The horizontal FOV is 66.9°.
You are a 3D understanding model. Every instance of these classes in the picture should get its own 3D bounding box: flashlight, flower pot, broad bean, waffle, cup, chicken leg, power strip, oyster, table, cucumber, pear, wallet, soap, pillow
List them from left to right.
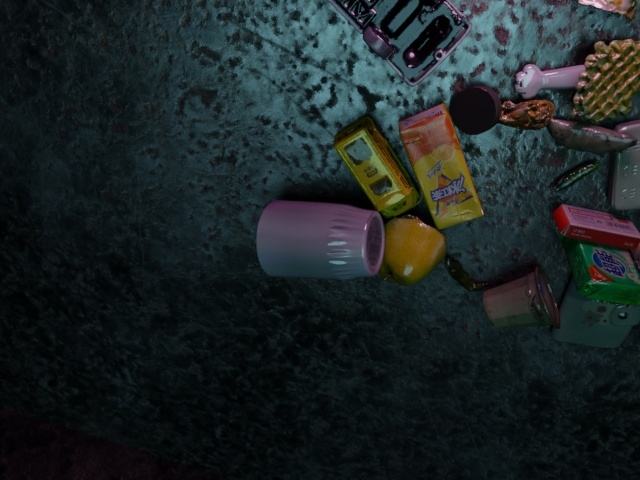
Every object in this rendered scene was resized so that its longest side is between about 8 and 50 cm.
[{"bbox_3d":[0.000,0.000,1.534,0.371,0.253,0.253,3,121,24],"label":"cup"},{"bbox_3d":[0.278,0.067,1.565,0.267,0.178,0.267,13,145,10],"label":"pear"},{"bbox_3d":[0.494,0.125,1.685,0.195,0.046,0.061,32,108,-15],"label":"broad bean"},{"bbox_3d":[0.442,-0.370,1.378,0.133,0.043,0.133,17,120,32],"label":"table"},{"bbox_3d":[0.550,-0.355,1.375,0.207,0.101,0.085,2,108,19],"label":"chicken leg"},{"bbox_3d":[0.675,0.218,1.632,0.202,0.212,0.212,-25,113,32],"label":"flower pot"},{"bbox_3d":[0.641,-0.445,1.335,0.200,0.047,0.093,-4,120,8],"label":"flashlight"},{"bbox_3d":[0.767,-0.193,1.464,0.155,0.037,0.037,-36,109,23],"label":"cucumber"},{"bbox_3d":[0.759,-0.288,1.382,0.241,0.051,0.093,19,140,19],"label":"pillow"},{"bbox_3d":[0.846,0.070,1.474,0.218,0.273,0.098,7,132,6],"label":"soap"},{"bbox_3d":[0.960,0.220,1.647,0.252,0.083,0.360,9,122,11],"label":"wallet"},{"bbox_3d":[0.709,-0.649,1.201,0.209,0.072,0.133,29,128,15],"label":"oyster"},{"bbox_3d":[0.767,-0.422,1.295,0.204,0.054,0.223,-9,124,-16],"label":"waffle"},{"bbox_3d":[0.952,-0.221,1.405,0.194,0.059,0.265,-7,117,13],"label":"power strip"}]

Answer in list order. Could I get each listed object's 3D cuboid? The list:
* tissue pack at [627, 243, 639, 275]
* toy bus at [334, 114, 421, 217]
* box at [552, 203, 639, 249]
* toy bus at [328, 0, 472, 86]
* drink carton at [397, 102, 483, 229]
[{"bbox_3d":[1.063,0.089,1.472,0.186,0.222,0.090,15,131,2],"label":"tissue pack"},{"bbox_3d":[0.180,-0.205,1.486,0.144,0.152,0.330,-30,111,21],"label":"toy bus"},{"bbox_3d":[0.846,-0.044,1.488,0.229,0.123,0.050,11,125,2],"label":"box"},{"bbox_3d":[0.153,-0.615,1.200,0.440,0.249,0.209,42,117,-8],"label":"toy bus"},{"bbox_3d":[0.366,-0.217,1.475,0.154,0.111,0.351,-19,116,20],"label":"drink carton"}]
